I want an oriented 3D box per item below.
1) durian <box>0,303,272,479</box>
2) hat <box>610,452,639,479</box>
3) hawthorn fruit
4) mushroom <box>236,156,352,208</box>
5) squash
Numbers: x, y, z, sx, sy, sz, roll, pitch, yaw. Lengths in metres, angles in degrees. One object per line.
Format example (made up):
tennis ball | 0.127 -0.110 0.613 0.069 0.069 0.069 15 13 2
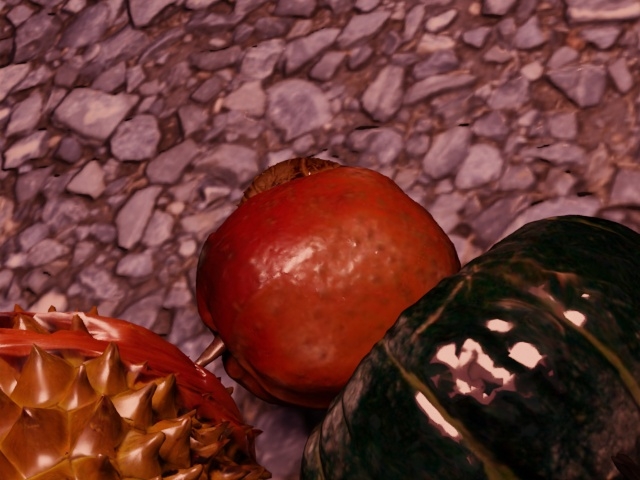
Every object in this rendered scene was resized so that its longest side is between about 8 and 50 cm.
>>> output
durian | -0.168 0.207 0.777 0.347 0.347 0.384 -39 45 -4
hat | 0.232 0.225 0.634 0.209 0.238 0.336 -11 61 17
hawthorn fruit | -0.011 0.043 0.899 0.194 0.157 0.157 -27 46 -13
mushroom | -0.001 -0.004 1.022 0.126 0.085 0.109 5 53 13
squash | 0.106 0.102 0.772 0.252 0.252 0.165 -45 68 -9
